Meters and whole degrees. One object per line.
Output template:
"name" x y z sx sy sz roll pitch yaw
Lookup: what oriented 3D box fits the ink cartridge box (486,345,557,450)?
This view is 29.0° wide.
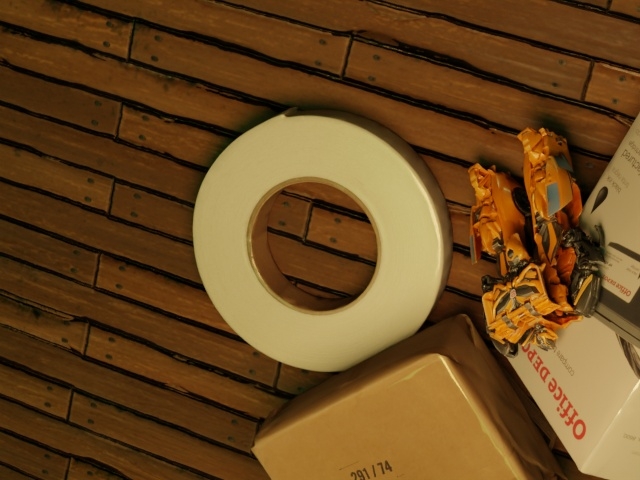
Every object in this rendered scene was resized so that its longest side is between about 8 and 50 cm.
"ink cartridge box" 0.195 0.285 1.811 0.235 0.088 0.193 -41 89 24

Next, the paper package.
"paper package" 0.126 0.310 1.701 0.325 0.168 0.309 -31 95 22

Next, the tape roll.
"tape roll" 0.000 0.000 1.816 0.392 0.072 0.392 5 106 18

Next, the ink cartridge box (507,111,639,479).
"ink cartridge box" 0.426 0.074 1.550 0.166 0.285 0.395 18 113 -23

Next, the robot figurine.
"robot figurine" 0.268 0.008 1.611 0.085 0.291 0.211 21 141 -30
